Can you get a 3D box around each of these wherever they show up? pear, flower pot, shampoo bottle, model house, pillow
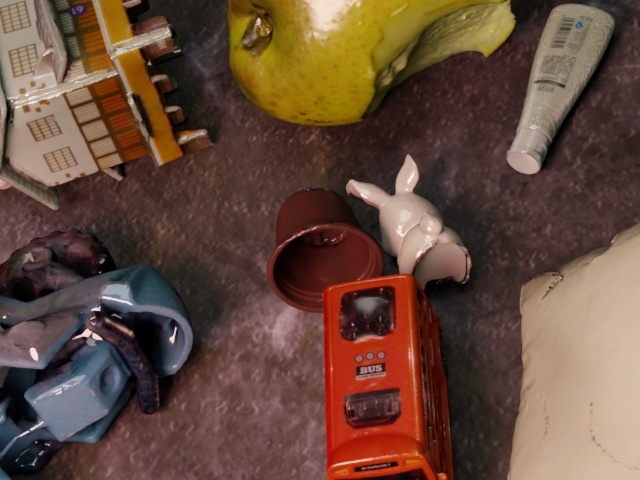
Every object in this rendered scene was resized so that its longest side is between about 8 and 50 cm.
[{"bbox_3d":[0.042,-0.227,1.644,0.282,0.286,0.176,-33,71,-7],"label":"pear"},{"bbox_3d":[0.000,0.000,1.589,0.111,0.111,0.089,-18,40,5],"label":"flower pot"},{"bbox_3d":[0.231,-0.150,1.655,0.069,0.041,0.191,14,61,20],"label":"shampoo bottle"},{"bbox_3d":[-0.250,-0.181,1.734,0.215,0.198,0.224,-18,52,-3],"label":"model house"},{"bbox_3d":[0.258,0.110,1.354,0.312,0.119,0.310,-35,35,47],"label":"pillow"}]

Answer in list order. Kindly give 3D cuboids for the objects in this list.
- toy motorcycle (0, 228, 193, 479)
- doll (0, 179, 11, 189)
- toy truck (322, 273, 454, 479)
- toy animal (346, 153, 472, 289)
[{"bbox_3d":[-0.260,0.148,1.517,0.232,0.172,0.416,3,48,27],"label":"toy motorcycle"},{"bbox_3d":[-0.389,-0.083,1.797,0.162,0.062,0.106,-8,52,14],"label":"doll"},{"bbox_3d":[0.054,0.158,1.445,0.107,0.114,0.253,-9,52,10],"label":"toy truck"},{"bbox_3d":[0.086,-0.009,1.582,0.071,0.085,0.124,-27,41,-3],"label":"toy animal"}]
